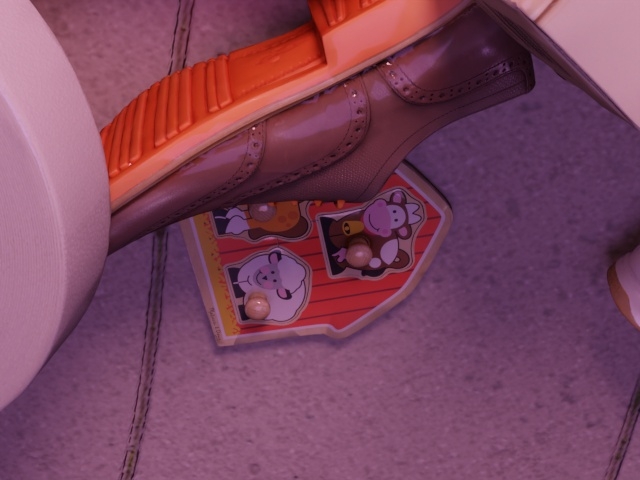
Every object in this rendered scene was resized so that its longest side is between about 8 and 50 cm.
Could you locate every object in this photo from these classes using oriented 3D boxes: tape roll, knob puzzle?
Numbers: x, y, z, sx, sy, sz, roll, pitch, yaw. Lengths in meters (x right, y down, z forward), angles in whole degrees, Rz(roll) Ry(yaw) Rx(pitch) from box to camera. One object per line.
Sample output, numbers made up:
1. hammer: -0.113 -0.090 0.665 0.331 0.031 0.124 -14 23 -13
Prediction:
1. tape roll: -0.320 -0.045 0.917 0.392 0.072 0.392 9 123 15
2. knob puzzle: 0.000 0.000 1.060 0.213 0.030 0.213 -1 124 -2

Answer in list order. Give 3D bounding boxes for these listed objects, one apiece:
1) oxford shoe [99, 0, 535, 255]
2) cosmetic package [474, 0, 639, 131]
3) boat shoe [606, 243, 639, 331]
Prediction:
1. oxford shoe: -0.032 -0.057 0.953 0.364 0.130 0.132 -28 117 16
2. cosmetic package: 0.218 -0.222 0.788 0.113 0.160 0.309 39 97 -26
3. boat shoe: 0.344 0.073 1.082 0.277 0.098 0.096 30 119 -19
